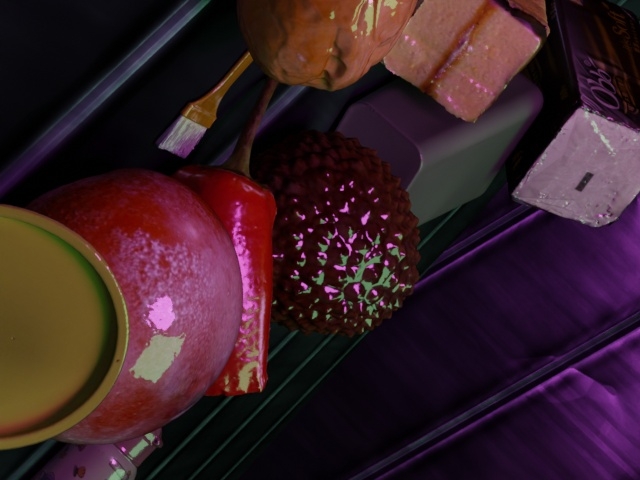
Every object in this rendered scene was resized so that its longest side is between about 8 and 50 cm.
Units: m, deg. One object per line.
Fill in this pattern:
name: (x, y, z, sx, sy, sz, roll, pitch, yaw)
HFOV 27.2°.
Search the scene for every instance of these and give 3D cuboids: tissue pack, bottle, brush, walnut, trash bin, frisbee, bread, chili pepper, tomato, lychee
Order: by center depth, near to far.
frisbee: (-0.270, 0.071, 1.059, 0.236, 0.236, 0.017, -51, -156, 18)
walnut: (0.005, -0.218, 1.164, 0.159, 0.159, 0.207, -40, 166, -29)
tomato: (-0.192, 0.066, 1.222, 0.270, 0.227, 0.270, -43, 170, -9)
brush: (-0.088, -0.167, 1.345, 0.205, 0.011, 0.083, -49, 167, 6)
chili pepper: (-0.110, -0.013, 1.394, 0.134, 0.131, 0.339, -140, -125, -75)
lychee: (0.000, 0.000, 1.618, 0.267, 0.267, 0.267, -44, 168, -12)
bread: (0.190, -0.300, 1.761, 0.168, 0.163, 0.264, -53, -168, 28)
bottle: (-0.327, 0.328, 1.896, 0.233, 0.110, 0.110, -46, 168, -9)
trash bin: (0.139, -0.135, 1.903, 0.343, 0.158, 0.223, -27, 155, -50)
tissue pack: (0.408, -0.212, 2.082, 0.210, 0.198, 0.370, -53, -158, 36)
